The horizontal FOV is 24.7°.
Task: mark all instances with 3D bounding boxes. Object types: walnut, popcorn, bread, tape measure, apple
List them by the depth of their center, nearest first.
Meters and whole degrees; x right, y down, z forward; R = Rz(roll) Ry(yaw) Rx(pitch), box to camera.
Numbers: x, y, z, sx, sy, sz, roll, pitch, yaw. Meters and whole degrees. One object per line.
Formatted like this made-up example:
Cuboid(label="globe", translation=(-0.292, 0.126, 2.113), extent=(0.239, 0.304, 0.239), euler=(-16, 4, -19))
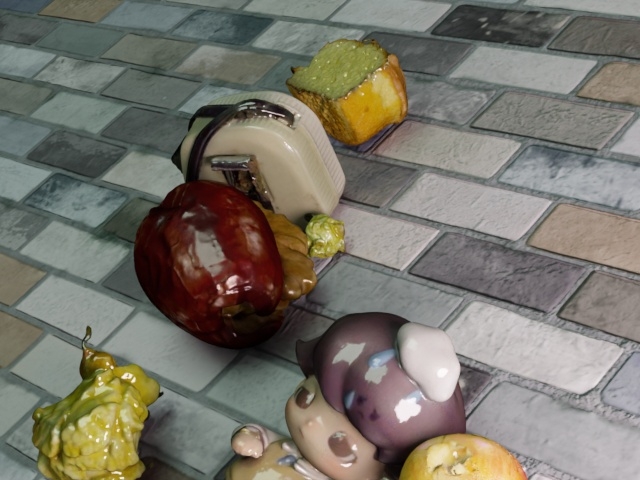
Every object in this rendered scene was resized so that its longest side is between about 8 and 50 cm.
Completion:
Cuboid(label="apple", translation=(0.153, 0.280, 1.556), extent=(0.146, 0.146, 0.146), euler=(-20, 34, 14))
Cuboid(label="popcorn", translation=(-0.288, 0.232, 1.925), extent=(0.168, 0.173, 0.195), euler=(-41, 14, 52))
Cuboid(label="walnut", translation=(-0.128, 0.037, 2.051), extent=(0.244, 0.222, 0.269), euler=(-6, 39, -29))
Cuboid(label="popcorn", translation=(0.001, -0.002, 2.126), extent=(0.083, 0.059, 0.068), euler=(-39, 56, 28))
Cuboid(label="tape measure", translation=(-0.124, -0.112, 2.204), extent=(0.271, 0.231, 0.133), euler=(-5, 39, 32))
Cuboid(label="bread", translation=(0.050, -0.230, 2.321), extent=(0.143, 0.139, 0.229), euler=(-36, 27, -13))

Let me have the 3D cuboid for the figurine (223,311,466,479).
Cuboid(label="figurine", translation=(-0.005, 0.224, 1.684), extent=(0.365, 0.206, 0.218), euler=(-31, 34, -3))
